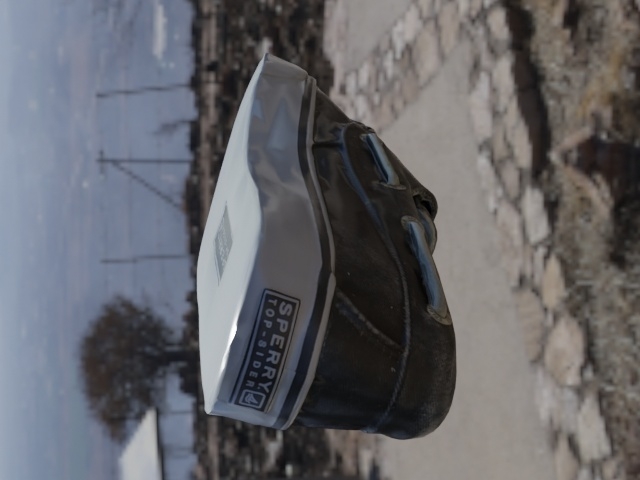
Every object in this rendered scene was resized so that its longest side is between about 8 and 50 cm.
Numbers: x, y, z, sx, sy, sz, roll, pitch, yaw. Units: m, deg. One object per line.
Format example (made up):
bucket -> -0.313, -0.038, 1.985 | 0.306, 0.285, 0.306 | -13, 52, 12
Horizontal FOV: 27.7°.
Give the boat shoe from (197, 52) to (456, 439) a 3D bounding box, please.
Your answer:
boat shoe -> 0.000, 0.000, 0.435 | 0.219, 0.070, 0.078 | -97, 25, -64
